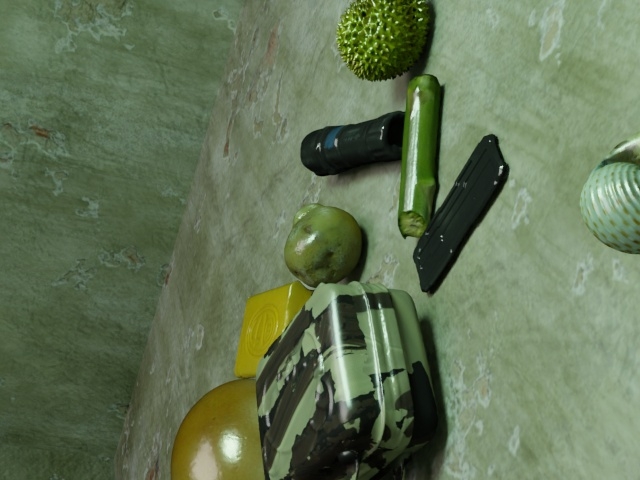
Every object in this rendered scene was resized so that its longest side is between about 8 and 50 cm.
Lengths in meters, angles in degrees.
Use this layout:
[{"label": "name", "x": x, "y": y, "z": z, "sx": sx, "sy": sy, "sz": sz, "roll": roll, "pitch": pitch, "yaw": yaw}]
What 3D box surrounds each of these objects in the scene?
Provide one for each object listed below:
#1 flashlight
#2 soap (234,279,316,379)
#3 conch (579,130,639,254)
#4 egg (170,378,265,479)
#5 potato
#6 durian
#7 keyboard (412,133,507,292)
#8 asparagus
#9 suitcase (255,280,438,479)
[{"label": "flashlight", "x": 0.072, "y": -0.184, "z": 1.802, "sx": 0.424, "sy": 0.103, "sz": 0.103, "roll": 180, "pitch": 102, "yaw": -69}, {"label": "soap", "x": -0.082, "y": 0.202, "z": 1.980, "sx": 0.324, "sy": 0.096, "sz": 0.204, "roll": 155, "pitch": 126, "yaw": -67}, {"label": "conch", "x": 0.334, "y": -0.051, "z": 0.935, "sx": 0.153, "sy": 0.102, "sz": 0.135, "roll": -9, "pitch": 53, "yaw": 35}, {"label": "egg", "x": -0.123, "y": 0.415, "z": 1.681, "sx": 0.282, "sy": 0.282, "sz": 0.351, "roll": -60, "pitch": 36, "yaw": 43}, {"label": "potato", "x": 0.000, "y": 0.000, "z": 1.793, "sx": 0.194, "sy": 0.157, "sz": 0.157, "roll": -112, "pitch": 39, "yaw": -57}, {"label": "durian", "x": 0.121, "y": -0.372, "z": 1.679, "sx": 0.198, "sy": 0.159, "sz": 0.146, "roll": -48, "pitch": 23, "yaw": -17}, {"label": "keyboard", "x": 0.206, "y": -0.038, "z": 1.426, "sx": 0.106, "sy": 0.016, "sz": 0.262, "roll": -99, "pitch": 29, "yaw": -47}, {"label": "asparagus", "x": 0.161, "y": -0.141, "z": 1.553, "sx": 0.067, "sy": 0.060, "sz": 0.278, "roll": -23, "pitch": 57, "yaw": 55}, {"label": "suitcase", "x": 0.039, "y": 0.270, "z": 1.452, "sx": 0.351, "sy": 0.194, "sz": 0.339, "roll": 126, "pitch": 143, "yaw": -47}]
